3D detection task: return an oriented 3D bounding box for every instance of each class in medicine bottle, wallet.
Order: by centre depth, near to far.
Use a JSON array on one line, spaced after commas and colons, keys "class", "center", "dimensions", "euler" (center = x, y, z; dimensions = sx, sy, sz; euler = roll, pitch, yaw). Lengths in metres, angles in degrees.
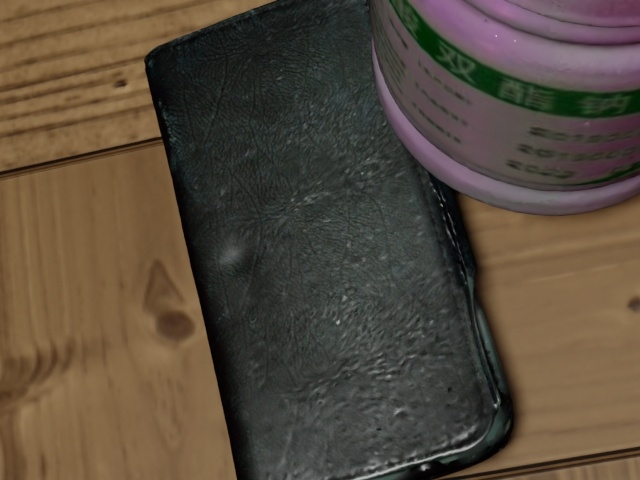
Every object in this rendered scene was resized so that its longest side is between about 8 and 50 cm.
[{"class": "medicine bottle", "center": [0.131, -0.159, 0.808], "dimensions": [0.212, 0.325, 0.212], "euler": [0, 71, 0]}, {"class": "wallet", "center": [0.000, 0.000, 0.966], "dimensions": [0.172, 0.045, 0.318], "euler": [-20, 69, 11]}]
